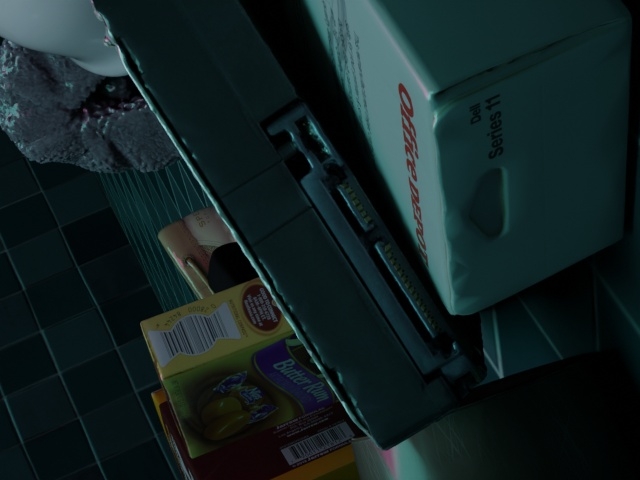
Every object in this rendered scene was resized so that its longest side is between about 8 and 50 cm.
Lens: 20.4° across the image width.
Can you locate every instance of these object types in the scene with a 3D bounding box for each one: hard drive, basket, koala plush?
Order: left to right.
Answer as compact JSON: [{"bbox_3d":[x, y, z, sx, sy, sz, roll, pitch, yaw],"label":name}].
[{"bbox_3d":[-0.162,-0.180,1.459,0.196,0.203,0.221,48,-151,-31],"label":"koala plush"},{"bbox_3d":[-0.004,-0.028,0.905,0.237,0.064,0.339,57,-175,-1],"label":"hard drive"},{"bbox_3d":[0.112,0.182,0.868,0.204,0.154,0.227,-24,85,60],"label":"basket"}]

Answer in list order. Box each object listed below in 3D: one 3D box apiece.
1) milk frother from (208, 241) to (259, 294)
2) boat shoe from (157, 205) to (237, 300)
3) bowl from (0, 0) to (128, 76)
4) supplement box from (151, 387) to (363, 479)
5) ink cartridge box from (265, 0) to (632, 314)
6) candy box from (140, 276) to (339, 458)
[{"bbox_3d":[0.000,0.000,1.265,0.143,0.129,0.135,-65,27,13],"label":"milk frother"},{"bbox_3d":[-0.062,0.126,1.820,0.121,0.110,0.341,-176,63,-80],"label":"boat shoe"},{"bbox_3d":[-0.199,-0.256,1.194,0.298,0.134,0.298,15,108,55],"label":"bowl"},{"bbox_3d":[0.006,0.165,1.279,0.194,0.191,0.129,-130,19,-62],"label":"supplement box"},{"bbox_3d":[0.043,-0.096,0.742,0.153,0.087,0.208,79,166,-55],"label":"ink cartridge box"},{"bbox_3d":[-0.014,0.066,1.158,0.109,0.187,0.053,79,167,-56],"label":"candy box"}]
